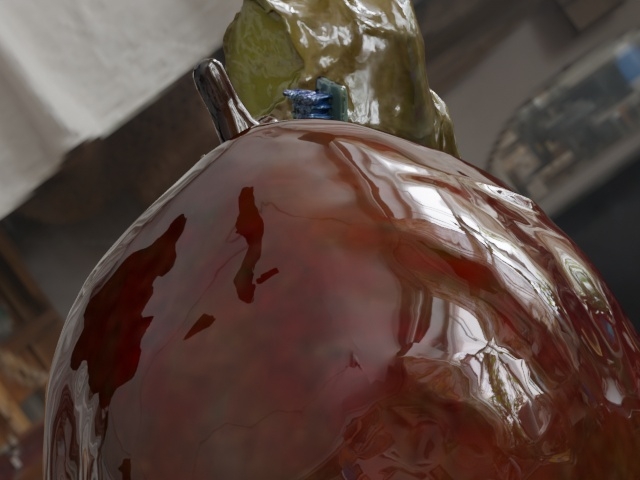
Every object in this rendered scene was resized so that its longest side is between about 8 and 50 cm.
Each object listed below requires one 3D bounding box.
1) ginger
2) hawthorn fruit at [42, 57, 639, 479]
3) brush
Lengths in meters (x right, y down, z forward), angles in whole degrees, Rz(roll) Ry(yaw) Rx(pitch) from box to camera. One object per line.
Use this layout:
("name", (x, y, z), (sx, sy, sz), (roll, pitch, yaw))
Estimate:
("ginger", (0.018, -0.086, 1.029), (0.123, 0.219, 0.270), (0, 68, 40))
("hawthorn fruit", (0.006, 0.045, 0.540), (0.208, 0.248, 0.208), (-13, -28, -7))
("brush", (0.000, 0.000, 0.907), (0.030, 0.179, 0.033), (-10, 16, -34))
